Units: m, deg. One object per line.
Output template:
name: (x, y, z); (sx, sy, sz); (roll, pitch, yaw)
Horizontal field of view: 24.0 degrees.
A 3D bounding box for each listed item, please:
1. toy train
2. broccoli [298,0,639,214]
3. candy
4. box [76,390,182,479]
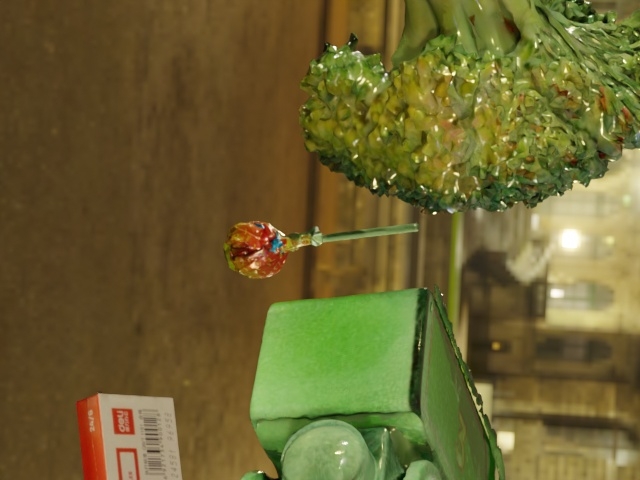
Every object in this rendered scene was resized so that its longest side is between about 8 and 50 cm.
toy train: (0.035, 0.155, 0.886); (0.243, 0.132, 0.188); (66, 25, -44)
broccoli: (0.083, -0.115, 0.863); (0.194, 0.220, 0.194); (-22, 90, -81)
candy: (0.000, 0.000, 1.429); (0.060, 0.201, 0.060); (-9, 90, -66)
box: (-0.217, 0.295, 1.758); (0.123, 0.050, 0.229); (9, 67, -46)
